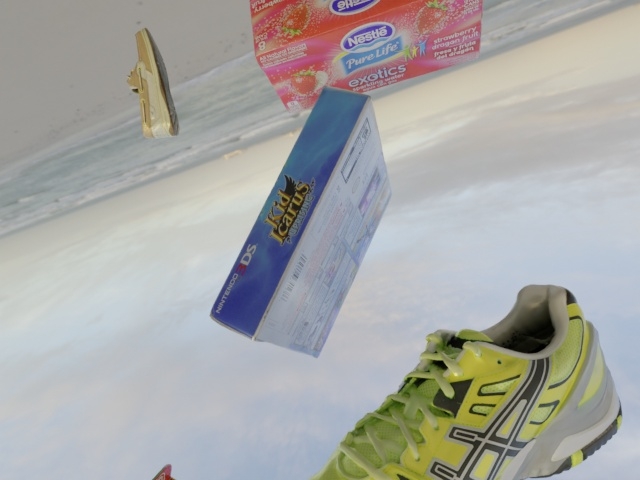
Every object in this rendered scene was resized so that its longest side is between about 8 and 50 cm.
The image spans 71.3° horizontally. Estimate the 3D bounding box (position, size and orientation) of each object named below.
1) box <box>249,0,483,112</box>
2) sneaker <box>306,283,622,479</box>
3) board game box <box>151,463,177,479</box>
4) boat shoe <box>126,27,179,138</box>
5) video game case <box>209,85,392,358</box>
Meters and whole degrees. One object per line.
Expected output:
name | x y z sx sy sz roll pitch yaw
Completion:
box | 0.053 -0.271 0.544 0.257 0.128 0.122 -12 160 13
sneaker | 0.101 0.161 0.396 0.385 0.147 0.145 -23 -170 -27
board game box | -0.153 0.316 0.362 0.039 0.259 0.124 15 -155 20
boat shoe | -0.210 -0.189 0.541 0.045 0.135 0.050 -14 175 -2
video game case | 0.000 0.000 0.544 0.061 0.269 0.244 21 168 21
